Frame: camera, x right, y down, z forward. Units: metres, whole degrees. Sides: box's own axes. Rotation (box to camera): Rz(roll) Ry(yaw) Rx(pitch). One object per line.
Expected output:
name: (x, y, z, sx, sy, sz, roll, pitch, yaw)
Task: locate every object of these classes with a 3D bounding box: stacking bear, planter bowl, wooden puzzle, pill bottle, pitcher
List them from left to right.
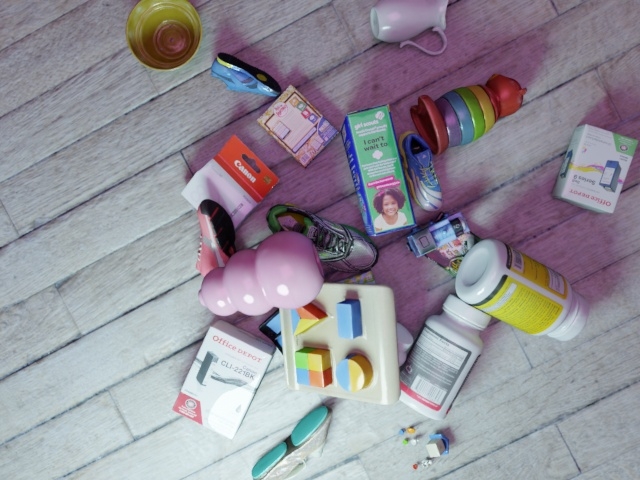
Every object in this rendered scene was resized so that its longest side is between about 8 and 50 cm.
planter bowl: (-0.433, -0.581, 1.768, 0.217, 0.090, 0.217, 0, 92, 2)
wooden puzzle: (0.036, 0.276, 1.681, 0.347, 0.080, 0.323, -1, 96, 31)
pill bottle: (0.162, 0.332, 1.733, 0.121, 0.121, 0.216, 33, 114, 1)
pitcher: (0.252, -0.596, 1.730, 0.207, 0.125, 0.178, -12, 107, -8)
pill bottle: (0.342, 0.317, 1.727, 0.176, 0.176, 0.319, 28, 93, 1)
stacking bear: (0.419, -0.362, 1.711, 0.288, 0.175, 0.164, -24, 89, -4)
pill bottle: (0.550, 0.143, 1.685, 0.333, 0.188, 0.188, 27, 93, -15)

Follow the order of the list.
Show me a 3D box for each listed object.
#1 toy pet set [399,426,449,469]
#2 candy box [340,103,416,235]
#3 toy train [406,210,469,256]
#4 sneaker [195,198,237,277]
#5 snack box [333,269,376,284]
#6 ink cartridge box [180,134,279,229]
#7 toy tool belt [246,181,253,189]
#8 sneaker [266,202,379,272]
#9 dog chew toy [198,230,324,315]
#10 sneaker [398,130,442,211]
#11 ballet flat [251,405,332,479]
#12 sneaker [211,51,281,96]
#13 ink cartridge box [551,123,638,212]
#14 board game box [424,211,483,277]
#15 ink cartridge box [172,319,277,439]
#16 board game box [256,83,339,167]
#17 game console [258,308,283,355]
toy pet set: (0.309, 0.591, 1.810, 0.114, 0.065, 0.122, -22, 88, 38)
candy box: (0.149, -0.179, 1.669, 0.122, 0.268, 0.318, -15, 92, 0)
toy train: (0.324, -0.016, 1.721, 0.184, 0.105, 0.080, -25, 91, 4)
sneaker: (-0.305, 0.039, 1.749, 0.136, 0.116, 0.314, -9, 113, 18)
snack box: (0.079, 0.199, 1.787, 0.207, 0.070, 0.175, -20, 92, 2)
ink cartridge box: (-0.259, -0.150, 1.758, 0.189, 0.066, 0.232, 45, 120, 1)
toy tool belt: (-0.203, -0.154, 1.792, 0.052, 0.051, 0.083, -34, 89, 39)
sneaker: (0.000, 0.000, 1.745, 0.343, 0.146, 0.134, 21, 93, 1)
dog chew toy: (-0.162, 0.102, 1.636, 0.331, 0.206, 0.207, -18, 91, 6)
sneaker: (0.279, -0.193, 1.733, 0.091, 0.126, 0.240, -24, 91, 4)
ballet flat: (-0.060, 0.608, 1.808, 0.316, 0.107, 0.106, -42, 110, 9)
sneaker: (-0.215, -0.457, 1.785, 0.209, 0.069, 0.082, 26, 126, -7)
ink cartridge box: (0.760, -0.197, 1.728, 0.154, 0.093, 0.213, 19, 95, 1)
board game box: (0.415, 0.044, 1.786, 0.259, 0.030, 0.136, 35, 91, 1)
ink cartridge box: (-0.273, 0.394, 1.790, 0.196, 0.114, 0.273, 25, 93, 2)
board game box: (-0.063, -0.326, 1.784, 0.193, 0.045, 0.147, 45, 94, 0)
game console: (-0.097, 0.257, 1.794, 0.122, 0.071, 0.107, -42, 125, 3)
